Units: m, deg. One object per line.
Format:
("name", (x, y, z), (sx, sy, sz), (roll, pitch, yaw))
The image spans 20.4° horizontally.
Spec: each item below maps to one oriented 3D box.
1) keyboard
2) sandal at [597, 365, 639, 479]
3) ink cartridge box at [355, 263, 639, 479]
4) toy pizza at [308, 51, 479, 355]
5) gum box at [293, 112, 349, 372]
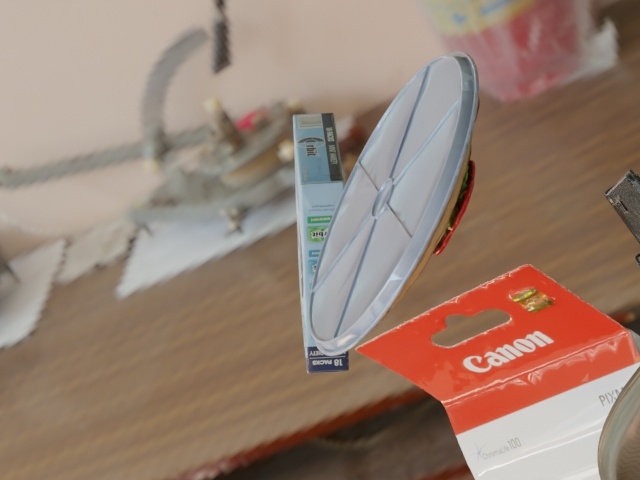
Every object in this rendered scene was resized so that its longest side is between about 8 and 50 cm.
("keyboard", (0.458, 0.058, 2.202), (0.033, 0.317, 0.201), (-33, -6, -10))
("sandal", (0.175, 0.044, 0.746), (0.060, 0.090, 0.219), (-72, 3, -59))
("ink cartridge box", (0.255, 0.200, 1.853), (0.308, 0.385, 0.091), (-30, 31, 51))
("toy pizza", (0.051, -0.020, 1.080), (0.201, 0.032, 0.201), (-58, 16, 27))
("gum box", (0.000, 0.000, 1.591), (0.041, 0.184, 0.157), (-3, 26, -2))
